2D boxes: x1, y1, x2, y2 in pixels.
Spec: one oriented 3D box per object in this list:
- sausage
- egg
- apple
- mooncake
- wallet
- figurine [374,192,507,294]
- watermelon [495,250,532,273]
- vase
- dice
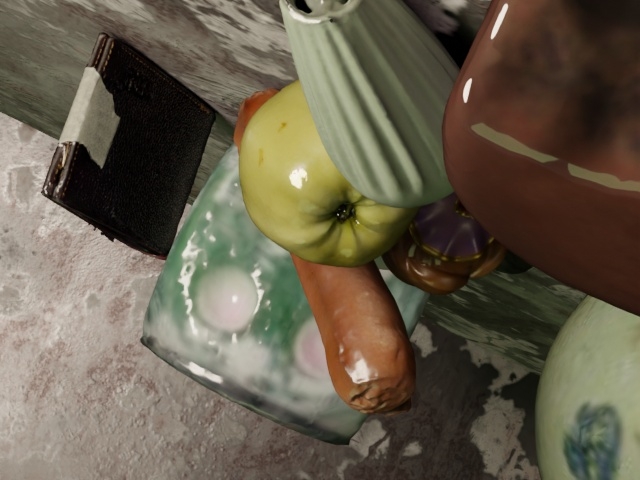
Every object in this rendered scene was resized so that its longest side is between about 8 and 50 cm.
[{"bbox_3d":[0.000,0.000,1.377,0.094,0.094,0.419,-5,-131,-24],"label":"sausage"},{"bbox_3d":[0.351,0.163,1.115,0.345,0.345,0.428,23,-179,19],"label":"egg"},{"bbox_3d":[0.012,-0.066,1.244,0.200,0.200,0.200,25,173,3],"label":"apple"},{"bbox_3d":[0.222,-0.055,0.669,0.334,0.174,0.326,33,167,-32],"label":"mooncake"},{"bbox_3d":[-0.234,-0.112,1.666,0.071,0.221,0.262,14,168,30],"label":"wallet"},{"bbox_3d":[0.104,-0.027,1.421,0.190,0.142,0.263,65,162,-17],"label":"figurine"},{"bbox_3d":[0.207,-0.007,1.486,0.110,0.078,0.078,39,166,-37],"label":"watermelon"},{"bbox_3d":[0.043,-0.124,1.019,0.128,0.128,0.248,21,163,31],"label":"vase"},{"bbox_3d":[-0.035,0.068,1.803,0.328,0.348,0.330,27,172,2],"label":"dice"}]
